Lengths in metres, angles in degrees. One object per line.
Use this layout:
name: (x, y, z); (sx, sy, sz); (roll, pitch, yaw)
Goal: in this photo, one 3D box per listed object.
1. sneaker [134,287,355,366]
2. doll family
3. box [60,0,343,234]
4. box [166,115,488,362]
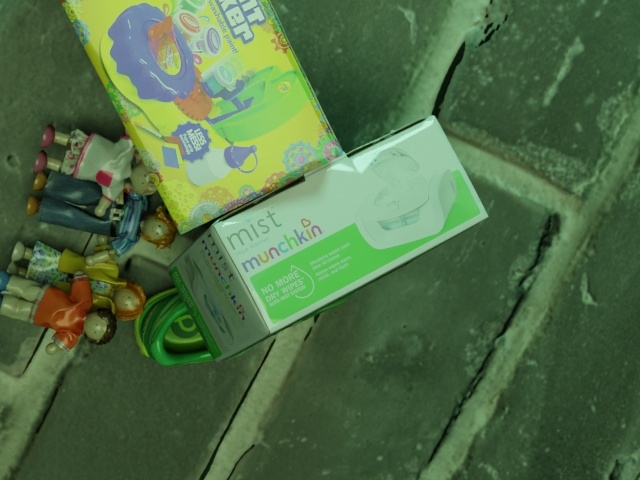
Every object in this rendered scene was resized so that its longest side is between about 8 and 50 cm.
sneaker: (-0.064, 0.073, 1.694); (0.295, 0.123, 0.109); (-25, 110, -2)
doll family: (-0.246, -0.002, 1.659); (0.163, 0.118, 0.263); (18, 93, -2)
box: (-0.128, -0.196, 1.500); (0.177, 0.279, 0.290); (-26, 103, 0)
box: (0.000, 0.000, 1.545); (0.262, 0.231, 0.127); (-27, 88, -21)
